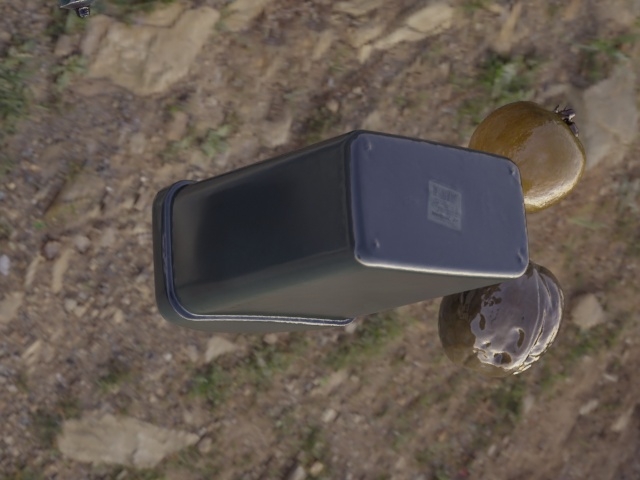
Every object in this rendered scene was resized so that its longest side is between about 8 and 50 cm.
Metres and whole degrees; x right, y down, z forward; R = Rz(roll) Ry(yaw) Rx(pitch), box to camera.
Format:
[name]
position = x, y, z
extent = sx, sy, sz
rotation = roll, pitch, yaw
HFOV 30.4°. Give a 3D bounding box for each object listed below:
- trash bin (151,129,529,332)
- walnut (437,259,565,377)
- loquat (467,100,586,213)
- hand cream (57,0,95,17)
[trash bin]
position = 0.000, 0.000, 0.790
extent = 0.177, 0.236, 0.101
rotation = 8, 74, -41
[walnut]
position = 0.207, 0.088, 1.364
extent = 0.140, 0.140, 0.162
rotation = -1, 127, -33
[loquat]
position = 0.261, -0.106, 1.493
extent = 0.163, 0.163, 0.137
rotation = -44, 105, -14
[hand cream]
position = -0.318, -0.392, 1.421
extent = 0.075, 0.052, 0.248
rotation = -10, 110, 5
